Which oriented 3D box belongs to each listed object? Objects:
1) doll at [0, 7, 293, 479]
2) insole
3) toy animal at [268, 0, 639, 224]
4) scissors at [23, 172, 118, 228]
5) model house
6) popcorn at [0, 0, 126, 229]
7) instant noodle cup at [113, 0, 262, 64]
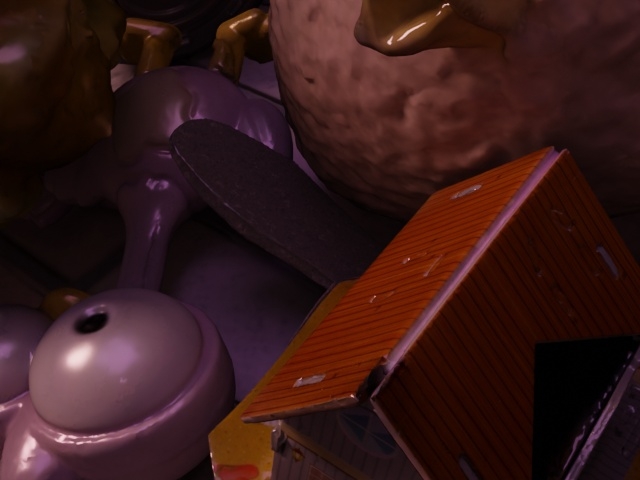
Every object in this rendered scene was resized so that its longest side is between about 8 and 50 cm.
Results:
[{"bbox_3d":[-0.104,0.005,0.573,0.160,0.094,0.365,-1,45,16],"label":"doll"},{"bbox_3d":[0.000,0.000,0.541,0.192,0.010,0.063,41,43,3],"label":"insole"},{"bbox_3d":[0.090,-0.104,0.512,0.358,0.226,0.188,-18,45,51],"label":"toy animal"},{"bbox_3d":[-0.177,-0.086,0.733,0.110,0.021,0.212,-14,46,-7],"label":"scissors"},{"bbox_3d":[0.082,0.047,0.422,0.207,0.136,0.219,31,53,18],"label":"model house"},{"bbox_3d":[-0.243,-0.113,0.531,0.282,0.247,0.282,-32,26,18],"label":"popcorn"},{"bbox_3d":[-0.137,-0.248,0.751,0.302,0.258,0.181,-27,58,3],"label":"instant noodle cup"}]
